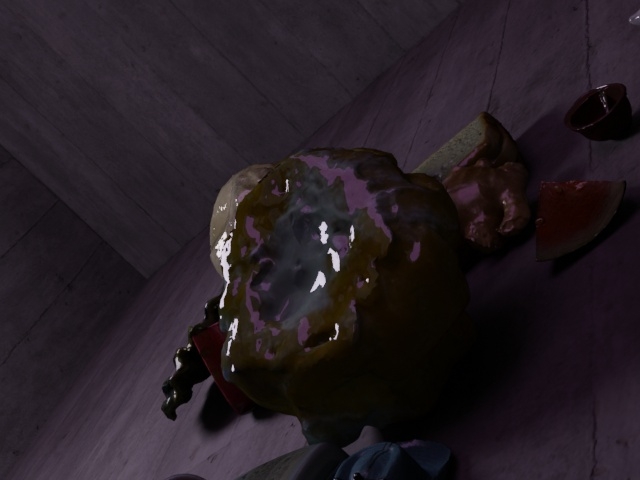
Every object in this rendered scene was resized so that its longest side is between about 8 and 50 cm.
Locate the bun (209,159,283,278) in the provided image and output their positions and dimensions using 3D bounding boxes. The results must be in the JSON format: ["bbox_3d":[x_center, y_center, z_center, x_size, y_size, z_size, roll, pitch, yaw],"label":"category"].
[{"bbox_3d":[0.000,0.000,1.506,0.227,0.352,0.349,-53,48,17],"label":"bun"}]

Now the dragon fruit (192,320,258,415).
[{"bbox_3d":[-0.121,0.202,1.639,0.262,0.163,0.189,82,-173,-78],"label":"dragon fruit"}]

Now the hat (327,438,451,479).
[{"bbox_3d":[0.057,0.259,0.995,0.138,0.078,0.191,-10,34,36],"label":"hat"}]

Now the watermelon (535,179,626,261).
[{"bbox_3d":[0.293,-0.034,1.161,0.135,0.094,0.125,-53,22,-11],"label":"watermelon"}]

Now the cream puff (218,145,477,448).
[{"bbox_3d":[0.046,0.070,1.200,0.378,0.275,0.378,-17,65,40],"label":"cream puff"}]

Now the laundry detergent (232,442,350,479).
[{"bbox_3d":[-0.085,0.352,1.120,0.280,0.105,0.215,-32,17,42],"label":"laundry detergent"}]

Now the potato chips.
[{"bbox_3d":[-0.188,0.184,1.865,0.358,0.070,0.429,-54,-8,-3],"label":"potato chips"}]

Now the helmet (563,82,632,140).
[{"bbox_3d":[0.396,-0.169,1.336,0.089,0.057,0.111,-49,17,-3],"label":"helmet"}]

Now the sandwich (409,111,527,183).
[{"bbox_3d":[0.203,-0.083,1.590,0.288,0.099,0.254,-41,13,19],"label":"sandwich"}]

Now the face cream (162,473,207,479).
[{"bbox_3d":[-0.191,0.383,1.343,0.117,0.117,0.104,-47,5,-8],"label":"face cream"}]

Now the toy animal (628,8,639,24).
[{"bbox_3d":[0.579,-0.421,1.523,0.221,0.130,0.104,78,-161,-75],"label":"toy animal"}]

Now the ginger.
[{"bbox_3d":[0.213,-0.034,1.397,0.216,0.102,0.157,-27,53,38],"label":"ginger"}]
